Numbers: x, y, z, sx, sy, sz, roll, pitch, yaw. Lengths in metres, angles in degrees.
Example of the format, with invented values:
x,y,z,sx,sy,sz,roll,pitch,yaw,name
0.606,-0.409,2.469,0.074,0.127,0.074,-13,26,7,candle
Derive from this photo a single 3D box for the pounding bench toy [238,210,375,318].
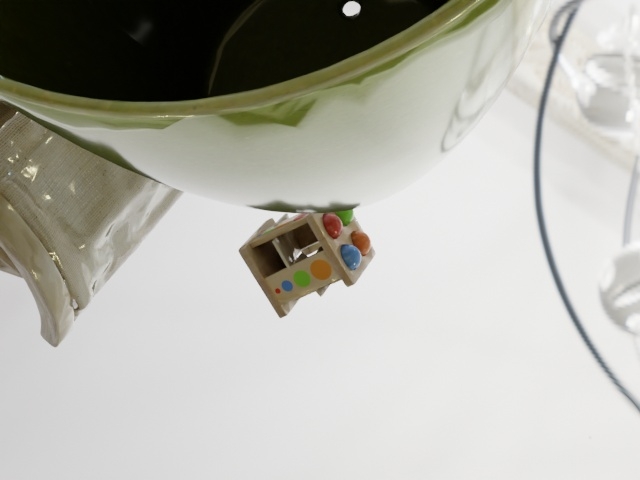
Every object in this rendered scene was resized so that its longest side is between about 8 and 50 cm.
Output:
x,y,z,sx,sy,sz,roll,pitch,yaw,name
0.000,0.000,0.831,0.065,0.083,0.052,-26,-78,26,pounding bench toy

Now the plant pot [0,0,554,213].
x,y,z,sx,sy,sz,roll,pitch,yaw,name
-0.014,-0.123,0.542,0.275,0.293,0.274,-3,-107,9,plant pot

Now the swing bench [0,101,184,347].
x,y,z,sx,sy,sz,roll,pitch,yaw,name
-0.217,-0.104,0.952,0.255,0.165,0.253,26,-122,16,swing bench
